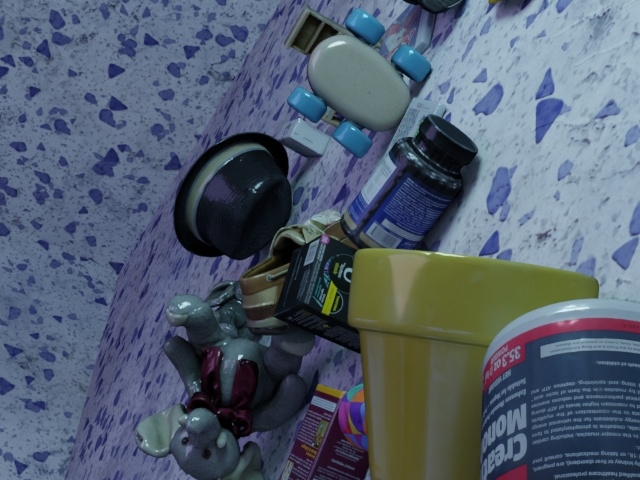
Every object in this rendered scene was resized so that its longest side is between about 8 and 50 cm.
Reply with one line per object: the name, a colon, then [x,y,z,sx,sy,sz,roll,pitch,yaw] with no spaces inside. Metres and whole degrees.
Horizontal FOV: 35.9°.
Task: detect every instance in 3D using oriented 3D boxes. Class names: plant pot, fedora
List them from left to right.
fedora: [-0.174,-0.077,2.261,0.152,0.334,0.334,41,108,40]
plant pot: [0.147,0.142,1.026,0.254,0.254,0.239,178,100,-70]

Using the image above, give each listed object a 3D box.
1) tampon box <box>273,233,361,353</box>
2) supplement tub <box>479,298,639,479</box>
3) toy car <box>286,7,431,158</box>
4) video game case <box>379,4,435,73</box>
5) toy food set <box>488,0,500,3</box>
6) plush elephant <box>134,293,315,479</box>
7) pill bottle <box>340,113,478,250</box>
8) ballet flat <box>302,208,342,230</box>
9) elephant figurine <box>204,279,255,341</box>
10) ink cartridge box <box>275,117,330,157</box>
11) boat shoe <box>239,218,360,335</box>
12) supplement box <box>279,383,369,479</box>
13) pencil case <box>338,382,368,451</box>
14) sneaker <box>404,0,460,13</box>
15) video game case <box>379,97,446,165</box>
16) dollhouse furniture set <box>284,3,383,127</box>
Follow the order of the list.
tampon box: [0.033,0.085,1.518,0.101,0.161,0.120,-29,40,58]
supplement tub: [0.221,0.200,0.778,0.191,0.191,0.272,-47,25,44]
toy car: [0.067,-0.298,1.907,0.219,0.210,0.238,-53,6,3]
video game case: [0.173,-0.413,2.012,0.201,0.023,0.183,-41,29,53]
toy food set: [0.325,-0.447,1.572,0.218,0.071,0.128,-166,77,-74]
plush elephant: [-0.174,0.292,1.694,0.330,0.272,0.255,92,-160,-48]
pill bottle: [0.137,-0.077,1.497,0.219,0.123,0.123,-53,21,22]
ballet flat: [0.000,0.000,1.866,0.091,0.077,0.241,-45,24,23]
elephant figurine: [-0.162,0.143,2.071,0.169,0.186,0.239,72,-147,-44]
ink cartridge box: [-0.040,-0.235,2.276,0.052,0.088,0.122,-64,18,-6]
boat shoe: [-0.023,0.032,1.642,0.122,0.120,0.324,-9,22,35]
supplement box: [0.012,0.310,1.409,0.188,0.081,0.104,-68,18,-9]
pencil case: [0.110,0.222,1.232,0.236,0.104,0.104,-16,51,65]
sneaker: [0.204,-0.484,1.887,0.124,0.107,0.283,-50,18,36]
video game case: [0.157,-0.175,1.745,0.157,0.019,0.143,-64,17,5]
dollhouse furniture set: [0.017,-0.417,2.235,0.212,0.161,0.242,-57,19,23]
